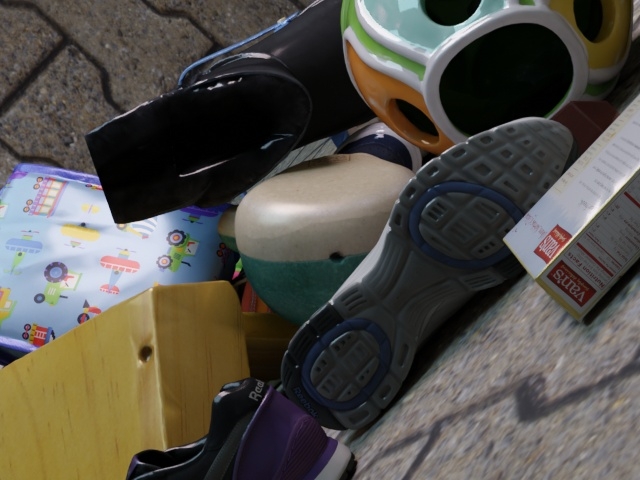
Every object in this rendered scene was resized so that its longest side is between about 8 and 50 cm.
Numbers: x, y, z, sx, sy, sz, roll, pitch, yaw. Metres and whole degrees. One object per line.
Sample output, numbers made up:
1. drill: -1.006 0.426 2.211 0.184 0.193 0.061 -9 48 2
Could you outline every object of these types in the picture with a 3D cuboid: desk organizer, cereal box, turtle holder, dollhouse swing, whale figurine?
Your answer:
1. desk organizer: 0.179 -0.066 1.541 0.130 0.050 0.047 -43 9 36
2. cereal box: 0.222 -0.061 1.256 0.240 0.047 0.173 -48 7 6
3. turtle holder: 0.178 -0.189 1.672 0.320 0.243 0.227 -9 29 1
4. dollhouse swing: -0.160 0.222 1.748 0.347 0.305 0.315 -29 55 31
5. whale figurine: 0.017 -0.003 1.750 0.216 0.141 0.272 -9 14 2

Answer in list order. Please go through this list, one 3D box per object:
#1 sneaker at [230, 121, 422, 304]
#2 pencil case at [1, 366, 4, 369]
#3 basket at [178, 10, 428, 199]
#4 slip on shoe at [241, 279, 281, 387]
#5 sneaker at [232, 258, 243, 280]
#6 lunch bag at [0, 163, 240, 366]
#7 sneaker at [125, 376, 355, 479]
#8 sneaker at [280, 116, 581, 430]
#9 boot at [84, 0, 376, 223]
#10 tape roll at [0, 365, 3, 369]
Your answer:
1. sneaker: 0.000 0.000 2.084 0.282 0.099 0.153 -48 4 37
2. pencil case: -0.325 0.227 2.089 0.160 0.183 0.410 96 -162 -48
3. basket: 0.010 -0.149 2.269 0.289 0.254 0.201 -28 11 6
4. slip on shoe: -0.037 0.063 1.961 0.331 0.101 0.123 -46 9 29
5. sneaker: -0.228 0.170 2.422 0.483 0.185 0.202 -43 -10 13
6. lunch bag: -0.256 0.042 2.058 0.138 0.293 0.221 99 -170 -63
7. sneaker: -0.113 0.220 1.441 0.283 0.124 0.107 -47 6 6
8. sneaker: 0.083 0.013 1.491 0.297 0.111 0.129 -45 2 17
9. boot: -0.034 -0.154 1.914 0.367 0.146 0.445 -34 0 6
10. tape roll: -0.379 0.264 2.206 0.100 0.286 0.286 -41 10 49
